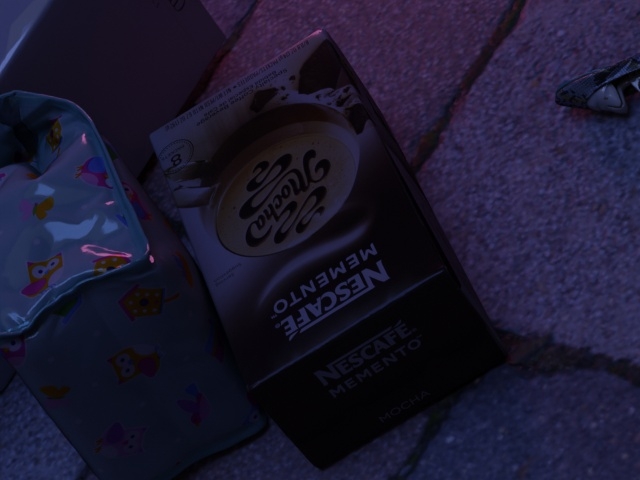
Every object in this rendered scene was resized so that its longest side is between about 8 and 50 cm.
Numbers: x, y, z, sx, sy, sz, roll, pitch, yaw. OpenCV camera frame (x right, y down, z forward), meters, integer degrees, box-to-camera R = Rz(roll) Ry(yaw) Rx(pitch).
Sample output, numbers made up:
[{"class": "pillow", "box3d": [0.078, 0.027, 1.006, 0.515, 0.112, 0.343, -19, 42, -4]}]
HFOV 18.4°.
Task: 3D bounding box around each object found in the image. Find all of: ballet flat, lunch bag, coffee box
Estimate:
[{"class": "ballet flat", "box3d": [0.233, -0.118, 1.492, 0.114, 0.041, 0.041, -24, 46, 16]}, {"class": "lunch bag", "box3d": [-0.178, 0.031, 1.500, 0.160, 0.223, 0.262, -31, 44, -1]}, {"class": "coffee box", "box3d": [0.000, 0.000, 1.486, 0.168, 0.119, 0.297, -32, 44, 6]}]

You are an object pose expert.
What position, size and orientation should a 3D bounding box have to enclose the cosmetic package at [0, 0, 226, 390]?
[{"class": "cosmetic package", "box3d": [-0.267, -0.097, 1.651, 0.156, 0.217, 0.385, 21, 73, 33]}]
